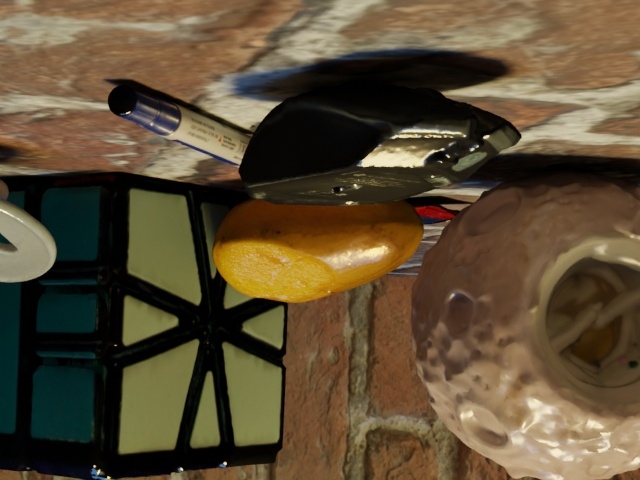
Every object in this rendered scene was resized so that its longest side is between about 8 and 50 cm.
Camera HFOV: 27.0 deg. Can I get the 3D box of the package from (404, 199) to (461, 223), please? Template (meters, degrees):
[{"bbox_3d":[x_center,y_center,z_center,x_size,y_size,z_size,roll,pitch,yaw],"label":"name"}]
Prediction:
[{"bbox_3d":[0.061,-0.029,1.403,0.200,0.022,0.083,1,176,36],"label":"package"}]

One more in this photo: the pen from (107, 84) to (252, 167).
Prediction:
[{"bbox_3d":[-0.084,-0.071,0.855,0.025,0.025,0.204,0,176,18],"label":"pen"}]

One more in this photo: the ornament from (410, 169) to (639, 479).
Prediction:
[{"bbox_3d":[0.199,0.072,1.099,0.260,0.259,0.225,3,174,-10],"label":"ornament"}]

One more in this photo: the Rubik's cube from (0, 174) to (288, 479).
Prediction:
[{"bbox_3d":[-0.221,0.088,1.363,0.283,0.288,0.294,0,173,37],"label":"Rubik's cube"}]

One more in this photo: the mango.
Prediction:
[{"bbox_3d":[0.001,-0.006,1.251,0.217,0.102,0.141,-8,147,36],"label":"mango"}]

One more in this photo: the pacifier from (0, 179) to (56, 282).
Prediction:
[{"bbox_3d":[-0.362,0.023,1.070,0.279,0.207,0.227,0,158,19],"label":"pacifier"}]

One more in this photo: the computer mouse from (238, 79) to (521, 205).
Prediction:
[{"bbox_3d":[0.026,-0.058,0.745,0.106,0.062,0.192,6,168,-38],"label":"computer mouse"}]
